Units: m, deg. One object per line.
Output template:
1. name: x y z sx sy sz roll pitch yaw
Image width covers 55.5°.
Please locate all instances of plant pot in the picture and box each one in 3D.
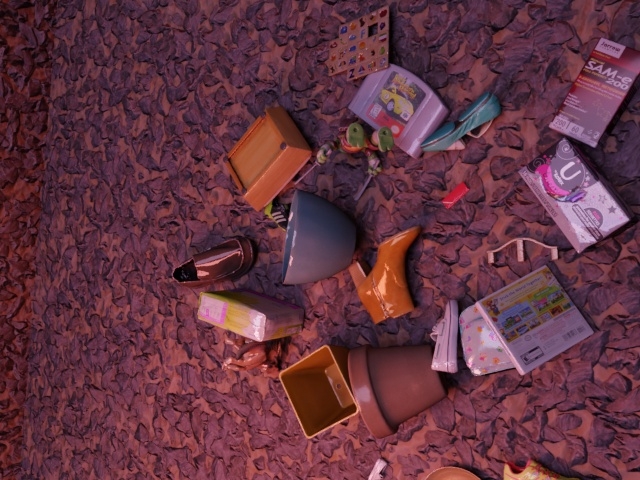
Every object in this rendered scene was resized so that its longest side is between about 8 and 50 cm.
1. plant pot: 0.040 0.444 1.849 0.212 0.187 0.212 -36 71 27
2. plant pot: 0.000 0.000 1.854 0.195 0.290 0.291 8 95 -8
3. plant pot: 0.229 0.399 1.710 0.229 0.263 0.263 -20 78 15
4. plant pot: 0.391 0.752 1.708 0.236 0.032 0.237 -1 89 33

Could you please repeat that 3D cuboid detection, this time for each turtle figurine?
1. turtle figurine: 0.099 -0.238 1.795 0.197 0.266 0.275 37 77 -10

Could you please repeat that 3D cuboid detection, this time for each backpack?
1. backpack: 0.450 0.252 1.606 0.165 0.144 0.189 -21 69 30

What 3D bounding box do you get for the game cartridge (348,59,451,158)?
1. game cartridge: 0.234 -0.402 1.807 0.294 0.060 0.196 42 108 26

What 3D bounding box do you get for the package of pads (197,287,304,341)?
1. package of pads: -0.233 0.238 2.007 0.296 0.229 0.101 14 97 32

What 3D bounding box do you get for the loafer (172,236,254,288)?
1. loafer: -0.389 0.094 2.170 0.365 0.130 0.134 -27 75 30

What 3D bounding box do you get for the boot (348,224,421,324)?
1. boot: 0.229 0.107 1.788 0.295 0.104 0.211 -38 75 33

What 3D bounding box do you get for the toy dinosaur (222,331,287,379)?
1. toy dinosaur: -0.208 0.366 1.965 0.200 0.296 0.127 4 71 -1

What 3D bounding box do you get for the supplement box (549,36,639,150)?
1. supplement box: 0.686 -0.357 1.492 0.130 0.073 0.240 35 107 29

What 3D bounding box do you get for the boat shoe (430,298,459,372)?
1. boat shoe: 0.337 0.252 1.651 0.075 0.226 0.083 -1 133 15

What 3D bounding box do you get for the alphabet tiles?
1. alphabet tiles: 0.116 -0.596 1.879 0.237 0.009 0.199 -7 77 43

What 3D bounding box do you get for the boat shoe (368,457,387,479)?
1. boat shoe: 0.176 0.713 1.850 0.035 0.035 0.100 28 99 33

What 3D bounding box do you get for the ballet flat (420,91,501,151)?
1. ballet flat: 0.394 -0.302 1.680 0.247 0.083 0.087 -37 106 25

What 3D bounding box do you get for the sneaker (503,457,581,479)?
1. sneaker: 0.565 0.611 1.564 0.208 0.081 0.094 -12 81 33

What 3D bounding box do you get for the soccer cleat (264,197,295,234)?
1. soccer cleat: -0.120 -0.079 2.036 0.179 0.060 0.072 39 109 31

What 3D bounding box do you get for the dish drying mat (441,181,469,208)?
1. dish drying mat: 0.384 -0.128 1.730 0.083 0.008 0.032 -45 66 25

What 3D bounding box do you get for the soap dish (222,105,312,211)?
1. soap dish: -0.185 -0.277 2.025 0.291 0.118 0.229 -45 58 24

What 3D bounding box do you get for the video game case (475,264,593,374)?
1. video game case: 0.537 0.196 1.529 0.226 0.026 0.206 -25 71 -15

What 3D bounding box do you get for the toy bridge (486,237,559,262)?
1. toy bridge: 0.535 0.025 1.619 0.188 0.026 0.063 -4 85 34

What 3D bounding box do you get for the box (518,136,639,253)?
1. box: 0.628 -0.109 1.474 0.142 0.163 0.247 -41 69 28
